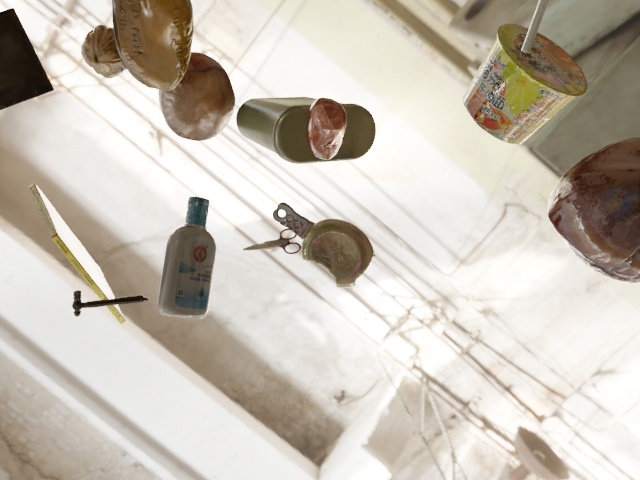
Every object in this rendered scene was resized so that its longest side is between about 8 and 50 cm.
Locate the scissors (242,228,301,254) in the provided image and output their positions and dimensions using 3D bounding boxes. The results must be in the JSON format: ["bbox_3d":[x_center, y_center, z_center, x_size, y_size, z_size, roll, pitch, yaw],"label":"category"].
[{"bbox_3d":[-0.147,0.013,1.901,0.176,0.022,0.085,-11,-108,-19],"label":"scissors"}]

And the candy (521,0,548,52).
[{"bbox_3d":[0.378,-0.475,0.975,0.124,0.365,0.124,13,-158,-5],"label":"candy"}]

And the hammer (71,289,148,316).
[{"bbox_3d":[-0.514,0.147,1.554,0.179,0.065,0.021,-4,-169,-18],"label":"hammer"}]

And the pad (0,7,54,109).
[{"bbox_3d":[-0.659,-0.320,1.195,0.006,0.246,0.170,22,137,61],"label":"pad"}]

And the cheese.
[{"bbox_3d":[0.000,0.000,1.640,0.286,0.163,0.082,33,-170,0],"label":"cheese"}]

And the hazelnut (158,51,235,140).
[{"bbox_3d":[-0.296,-0.343,1.508,0.177,0.214,0.214,-6,-140,-24],"label":"hazelnut"}]

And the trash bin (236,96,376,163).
[{"bbox_3d":[-0.038,-0.257,1.418,0.244,0.121,0.247,-8,-158,-27],"label":"trash bin"}]

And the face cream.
[{"bbox_3d":[-0.361,0.046,1.767,0.080,0.336,0.163,2,171,40],"label":"face cream"}]

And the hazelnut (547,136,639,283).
[{"bbox_3d":[0.487,-0.042,0.989,0.230,0.229,0.229,36,-162,-13],"label":"hazelnut"}]

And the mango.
[{"bbox_3d":[-0.308,-0.405,1.190,0.151,0.248,0.156,-21,-145,-33],"label":"mango"}]

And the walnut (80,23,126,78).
[{"bbox_3d":[-0.428,-0.383,1.283,0.105,0.105,0.124,35,-160,-14],"label":"walnut"}]

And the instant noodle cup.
[{"bbox_3d":[0.498,-0.382,1.595,0.265,0.200,0.264,17,-134,-18],"label":"instant noodle cup"}]

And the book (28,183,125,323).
[{"bbox_3d":[-0.665,0.041,1.743,0.262,0.028,0.373,45,162,42],"label":"book"}]

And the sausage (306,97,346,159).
[{"bbox_3d":[0.009,-0.204,1.173,0.077,0.077,0.194,42,170,6],"label":"sausage"}]
